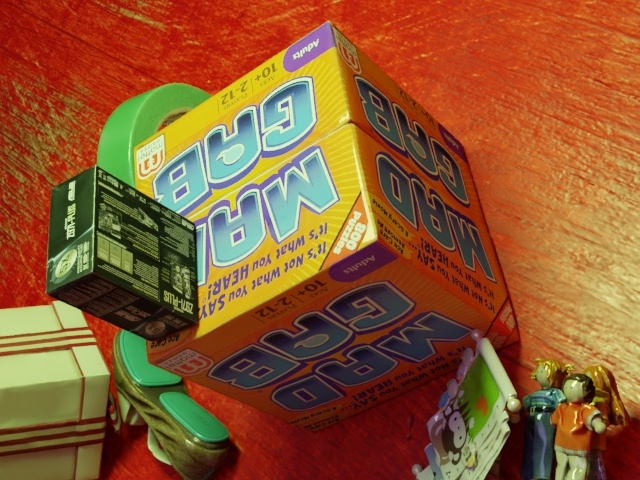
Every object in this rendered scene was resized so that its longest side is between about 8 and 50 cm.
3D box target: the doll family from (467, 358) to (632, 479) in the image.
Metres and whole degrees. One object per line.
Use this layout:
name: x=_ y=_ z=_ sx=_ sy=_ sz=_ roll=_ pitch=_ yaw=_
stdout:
doll family: x=0.286 y=0.224 z=1.263 sx=0.263 sy=0.118 sz=0.163 roll=-14 pitch=63 yaw=62

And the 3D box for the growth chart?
growth chart: x=0.181 y=0.246 z=1.314 sx=0.237 sy=0.021 sz=0.172 roll=-68 pitch=24 yaw=19

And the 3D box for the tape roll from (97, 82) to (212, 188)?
tape roll: x=-0.221 y=-0.093 z=1.692 sx=0.077 sy=0.321 sz=0.321 roll=-14 pitch=59 yaw=34

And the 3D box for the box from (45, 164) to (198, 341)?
box: x=-0.234 y=0.019 z=1.242 sx=0.077 sy=0.180 sz=0.147 roll=-23 pitch=56 yaw=27

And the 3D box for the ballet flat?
ballet flat: x=-0.262 y=0.277 z=1.691 sx=0.342 sy=0.116 sz=0.124 roll=40 pitch=115 yaw=41

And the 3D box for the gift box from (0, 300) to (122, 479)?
gift box: x=-0.487 y=0.268 z=1.747 sx=0.255 sy=0.258 sz=0.276 roll=55 pitch=140 yaw=46

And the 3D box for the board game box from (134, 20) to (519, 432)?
board game box: x=0.000 y=0.000 z=1.435 sx=0.356 sy=0.356 sz=0.356 roll=-29 pitch=51 yaw=25
